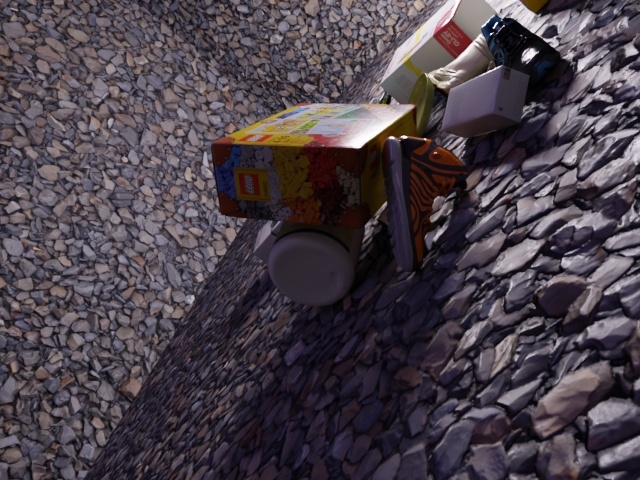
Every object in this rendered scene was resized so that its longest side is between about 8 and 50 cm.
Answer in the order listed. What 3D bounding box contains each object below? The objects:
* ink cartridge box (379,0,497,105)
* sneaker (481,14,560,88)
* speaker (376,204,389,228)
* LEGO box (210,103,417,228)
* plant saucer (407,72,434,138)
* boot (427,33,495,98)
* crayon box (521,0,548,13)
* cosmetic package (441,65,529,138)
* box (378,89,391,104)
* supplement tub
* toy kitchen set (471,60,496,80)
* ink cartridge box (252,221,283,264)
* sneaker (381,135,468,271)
[{"bbox_3d":[0.419,-0.691,2.069,0.385,0.160,0.279,-35,23,49],"label":"ink cartridge box"},{"bbox_3d":[0.475,-0.469,1.412,0.125,0.140,0.340,-44,18,19],"label":"sneaker"},{"bbox_3d":[0.207,-0.092,1.495,0.136,0.055,0.055,-53,14,-5],"label":"speaker"},{"bbox_3d":[0.013,-0.220,1.502,0.373,0.193,0.500,6,25,22],"label":"LEGO box"},{"bbox_3d":[0.312,-0.407,1.811,0.241,0.037,0.240,-169,90,-83],"label":"plant saucer"},{"bbox_3d":[0.441,-0.542,1.774,0.203,0.095,0.262,-48,17,16],"label":"boot"},{"bbox_3d":[0.595,-0.888,1.598,0.313,0.363,0.106,-46,16,24],"label":"crayon box"},{"bbox_3d":[0.391,-0.326,1.375,0.231,0.086,0.117,-173,95,-72],"label":"cosmetic package"},{"bbox_3d":[0.221,-0.445,2.162,0.184,0.045,0.190,-65,-9,-48],"label":"box"},{"bbox_3d":[0.000,0.000,1.559,0.228,0.228,0.316,-42,17,33],"label":"supplement tub"},{"bbox_3d":[0.428,-0.424,1.496,0.075,0.068,0.083,-19,-1,9],"label":"toy kitchen set"},{"bbox_3d":[-0.118,-0.060,2.260,0.307,0.129,0.223,-47,16,18],"label":"ink cartridge box"},{"bbox_3d":[0.242,-0.089,1.258,0.124,0.180,0.320,112,156,-72],"label":"sneaker"}]
